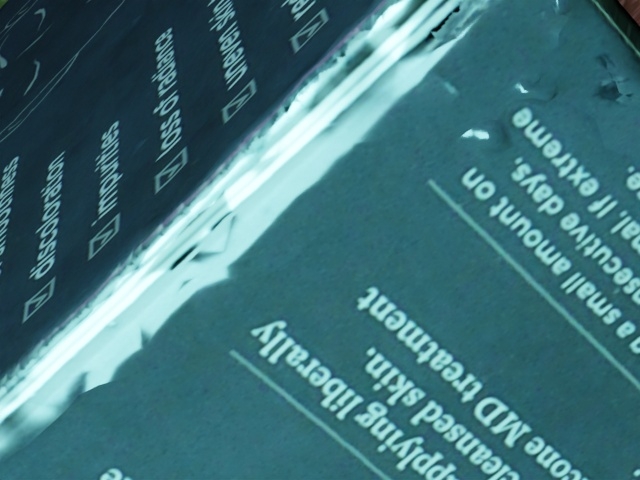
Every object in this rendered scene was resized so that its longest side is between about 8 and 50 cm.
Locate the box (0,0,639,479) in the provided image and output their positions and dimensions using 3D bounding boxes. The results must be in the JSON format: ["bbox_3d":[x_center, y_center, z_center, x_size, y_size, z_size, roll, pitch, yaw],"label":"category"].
[{"bbox_3d":[-0.054,0.047,0.665,0.472,0.297,0.480,-40,25,13],"label":"box"}]
